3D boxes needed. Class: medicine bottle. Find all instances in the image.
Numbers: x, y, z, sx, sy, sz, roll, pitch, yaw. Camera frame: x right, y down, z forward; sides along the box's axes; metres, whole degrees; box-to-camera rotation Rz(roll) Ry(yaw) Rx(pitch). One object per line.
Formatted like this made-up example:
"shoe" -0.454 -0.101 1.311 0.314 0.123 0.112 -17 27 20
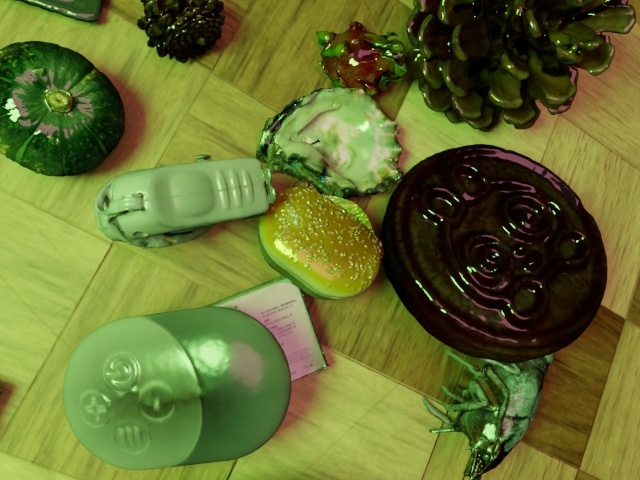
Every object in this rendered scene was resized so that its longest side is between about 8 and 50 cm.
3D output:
"medicine bottle" -0.106 0.165 0.800 0.201 0.052 0.171 -21 92 -18

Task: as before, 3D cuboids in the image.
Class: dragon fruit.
"dragon fruit" 0.088 -0.329 0.888 0.142 0.175 0.139 5 94 -48

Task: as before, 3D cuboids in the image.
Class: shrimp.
"shrimp" 0.327 0.244 0.882 0.410 0.166 0.221 -50 125 -11

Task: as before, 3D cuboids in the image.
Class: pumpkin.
"pumpkin" -0.379 -0.184 0.695 0.190 0.146 0.191 2 84 -15

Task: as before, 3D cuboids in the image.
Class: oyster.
"oyster" 0.019 -0.162 0.854 0.259 0.092 0.198 -11 87 -24

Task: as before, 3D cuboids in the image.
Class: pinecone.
"pinecone" 0.346 -0.368 0.837 0.384 0.384 0.385 2 84 -18
"pinecone" -0.223 -0.355 0.769 0.140 0.140 0.121 -27 83 -18

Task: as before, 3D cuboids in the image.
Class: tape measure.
"tape measure" -0.215 -0.054 0.710 0.236 0.197 0.120 -14 94 -39

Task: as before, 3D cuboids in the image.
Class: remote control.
"remote control" -0.206 0.211 0.701 0.331 0.103 0.221 -9 94 3

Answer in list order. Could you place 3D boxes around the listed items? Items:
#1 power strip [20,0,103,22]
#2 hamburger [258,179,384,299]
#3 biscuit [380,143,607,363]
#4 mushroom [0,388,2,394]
"power strip" -0.444 -0.486 0.733 0.251 0.092 0.257 10 78 -13
"hamburger" 0.000 0.000 0.798 0.210 0.116 0.173 40 47 -5
"biscuit" 0.307 0.003 0.858 0.407 0.091 0.408 3 65 -6
"mushroom" -0.591 0.187 0.630 0.312 0.081 0.100 22 80 -19
